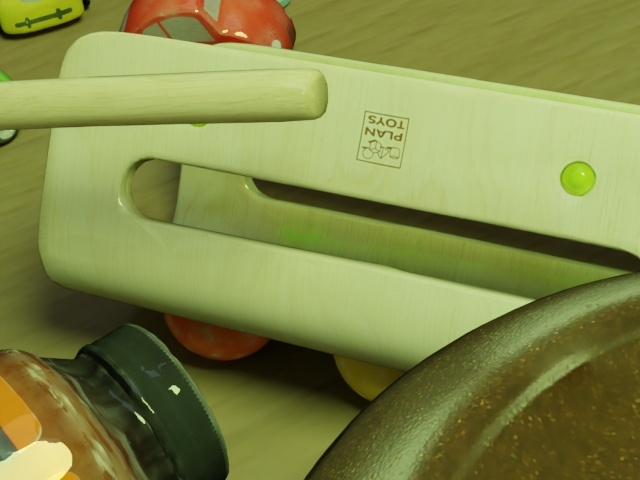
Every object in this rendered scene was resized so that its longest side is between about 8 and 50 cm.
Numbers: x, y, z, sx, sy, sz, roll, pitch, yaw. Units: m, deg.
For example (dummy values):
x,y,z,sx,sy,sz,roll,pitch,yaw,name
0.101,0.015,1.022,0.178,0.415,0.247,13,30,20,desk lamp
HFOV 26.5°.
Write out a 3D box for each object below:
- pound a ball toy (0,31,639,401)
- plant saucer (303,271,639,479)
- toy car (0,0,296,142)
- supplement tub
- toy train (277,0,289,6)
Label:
x,y,z,sx,sy,sz,roll,pitch,yaw,name
0.000,0.000,0.513,0.319,0.135,0.208,11,10,20,pound a ball toy
0.129,0.116,0.316,0.311,0.050,0.310,0,50,0,plant saucer
-0.163,-0.105,0.739,0.239,0.053,0.225,24,51,33,toy car
-0.129,0.107,0.463,0.198,0.106,0.106,-32,47,-24,supplement tub
-0.036,-0.208,0.841,0.125,0.046,0.166,-22,44,-15,toy train
